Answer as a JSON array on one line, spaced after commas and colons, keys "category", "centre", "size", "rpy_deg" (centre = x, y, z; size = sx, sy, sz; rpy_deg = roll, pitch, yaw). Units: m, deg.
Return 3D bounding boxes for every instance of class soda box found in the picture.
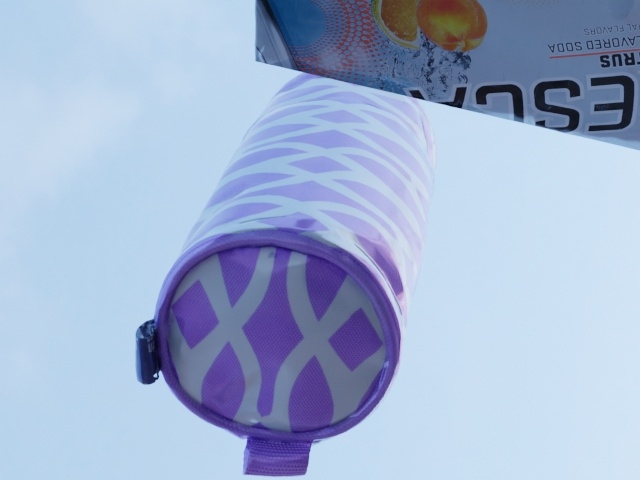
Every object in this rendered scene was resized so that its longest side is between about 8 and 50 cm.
[{"category": "soda box", "centre": [0.075, -0.070, 0.389], "size": [0.063, 0.183, 0.058], "rpy_deg": [-61, -20, -45]}]

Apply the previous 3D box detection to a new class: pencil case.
[{"category": "pencil case", "centre": [0.000, 0.000, 0.513], "size": [0.086, 0.206, 0.088], "rpy_deg": [-3, -66, 12]}]
